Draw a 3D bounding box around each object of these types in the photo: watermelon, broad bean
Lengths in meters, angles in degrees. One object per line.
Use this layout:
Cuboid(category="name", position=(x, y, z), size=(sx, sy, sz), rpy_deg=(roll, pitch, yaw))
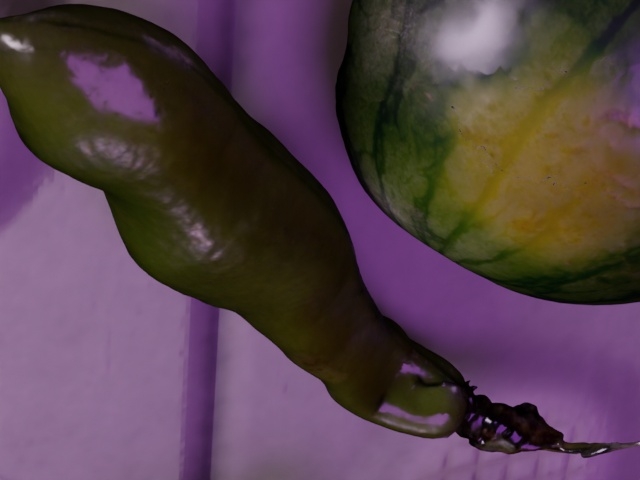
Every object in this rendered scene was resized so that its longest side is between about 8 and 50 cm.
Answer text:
Cuboid(category="watermelon", position=(0.125, -0.067, 0.644), size=(0.232, 0.127, 0.204), rpy_deg=(-41, 132, 3))
Cuboid(category="broad bean", position=(-0.008, 0.003, 0.666), size=(0.098, 0.056, 0.318), rpy_deg=(-18, 141, 39))
